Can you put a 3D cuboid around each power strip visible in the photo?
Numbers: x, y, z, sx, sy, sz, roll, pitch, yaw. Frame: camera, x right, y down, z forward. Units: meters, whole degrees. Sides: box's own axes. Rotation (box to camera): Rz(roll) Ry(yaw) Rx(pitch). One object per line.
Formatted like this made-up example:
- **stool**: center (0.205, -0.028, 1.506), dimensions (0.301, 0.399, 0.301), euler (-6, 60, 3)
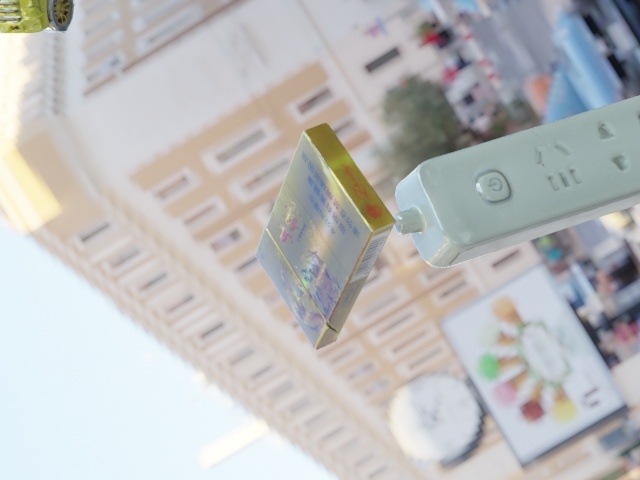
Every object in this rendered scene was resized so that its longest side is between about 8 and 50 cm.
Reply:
- **power strip**: center (0.232, -0.065, 1.639), dimensions (0.091, 0.385, 0.062), euler (67, 154, 11)

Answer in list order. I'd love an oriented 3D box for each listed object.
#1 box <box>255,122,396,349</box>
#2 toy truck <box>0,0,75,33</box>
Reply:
- **box**: center (0.000, 0.000, 1.216), dimensions (0.089, 0.022, 0.156), euler (59, 151, 20)
- **toy truck**: center (-0.281, -0.324, 1.835), dimensions (0.272, 0.124, 0.157), euler (-60, -34, -48)
